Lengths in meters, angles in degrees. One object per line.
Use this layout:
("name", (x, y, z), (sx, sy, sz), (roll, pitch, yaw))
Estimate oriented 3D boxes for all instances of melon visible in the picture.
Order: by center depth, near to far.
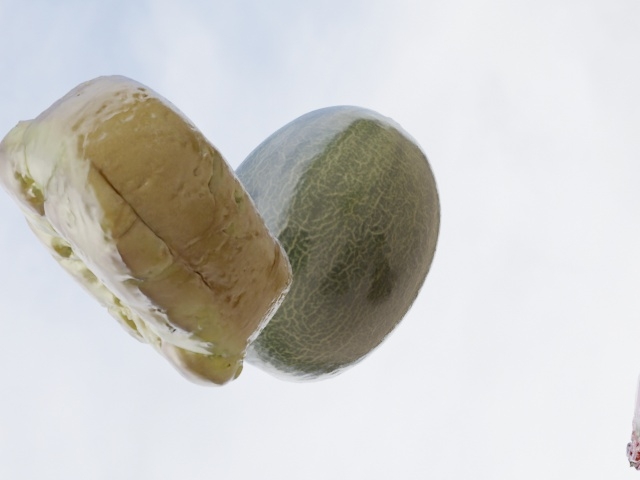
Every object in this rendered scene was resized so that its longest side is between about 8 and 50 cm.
("melon", (0.000, 0.000, 1.675), (0.301, 0.237, 0.237), (-60, -38, -5))

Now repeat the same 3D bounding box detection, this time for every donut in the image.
("donut", (-0.135, -0.014, 1.217), (0.128, 0.208, 0.261), (-46, -37, -14))

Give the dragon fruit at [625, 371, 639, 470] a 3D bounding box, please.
("dragon fruit", (0.352, 0.188, 1.508), (0.126, 0.161, 0.274), (-46, -19, -41))
